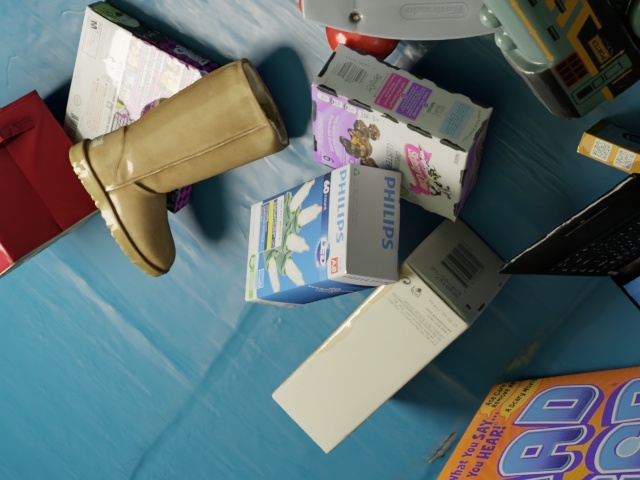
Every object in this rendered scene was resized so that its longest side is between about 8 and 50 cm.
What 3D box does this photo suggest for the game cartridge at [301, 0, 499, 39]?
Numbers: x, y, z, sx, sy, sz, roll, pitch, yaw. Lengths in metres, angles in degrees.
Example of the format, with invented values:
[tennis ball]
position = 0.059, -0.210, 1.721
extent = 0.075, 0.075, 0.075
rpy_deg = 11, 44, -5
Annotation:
[game cartridge]
position = 0.122, -0.316, 1.257
extent = 0.294, 0.060, 0.196
rpy_deg = -1, 109, 6

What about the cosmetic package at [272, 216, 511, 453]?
[cosmetic package]
position = 0.089, 0.121, 1.489
extent = 0.113, 0.160, 0.309
rpy_deg = 46, 127, 3

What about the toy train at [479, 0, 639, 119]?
[toy train]
position = 0.236, -0.263, 1.129
extent = 0.190, 0.142, 0.334
rpy_deg = -38, 136, 10

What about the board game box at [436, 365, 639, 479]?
[board game box]
position = 0.356, 0.386, 1.326
extent = 0.356, 0.356, 0.356
rpy_deg = -12, 111, 34

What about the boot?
[boot]
position = -0.164, -0.086, 1.547
extent = 0.269, 0.089, 0.236
rpy_deg = -22, 123, 15

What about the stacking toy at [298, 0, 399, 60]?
[stacking toy]
position = -0.024, -0.343, 1.353
extent = 0.330, 0.141, 0.141
rpy_deg = 48, 128, -6

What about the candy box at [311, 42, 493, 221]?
[candy box]
position = 0.091, -0.123, 1.367
extent = 0.196, 0.070, 0.165
rpy_deg = 25, 155, 13

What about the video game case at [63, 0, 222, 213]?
[video game case]
position = -0.252, -0.182, 1.612
extent = 0.210, 0.042, 0.232
rpy_deg = 30, 125, 15

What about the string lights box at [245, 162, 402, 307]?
[string lights box]
position = 0.000, 0.000, 1.439
extent = 0.259, 0.076, 0.133
rpy_deg = -19, 65, 59

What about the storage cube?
[storage cube]
position = -0.450, -0.068, 1.673
extent = 0.193, 0.183, 0.215
rpy_deg = 56, 146, -4

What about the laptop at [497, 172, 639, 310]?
[laptop]
position = 0.375, 0.044, 1.261
extent = 0.234, 0.264, 0.137
rpy_deg = -43, 52, 50

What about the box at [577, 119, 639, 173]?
[box]
position = 0.355, -0.089, 1.272
extent = 0.136, 0.081, 0.028
rpy_deg = 27, 115, 18
